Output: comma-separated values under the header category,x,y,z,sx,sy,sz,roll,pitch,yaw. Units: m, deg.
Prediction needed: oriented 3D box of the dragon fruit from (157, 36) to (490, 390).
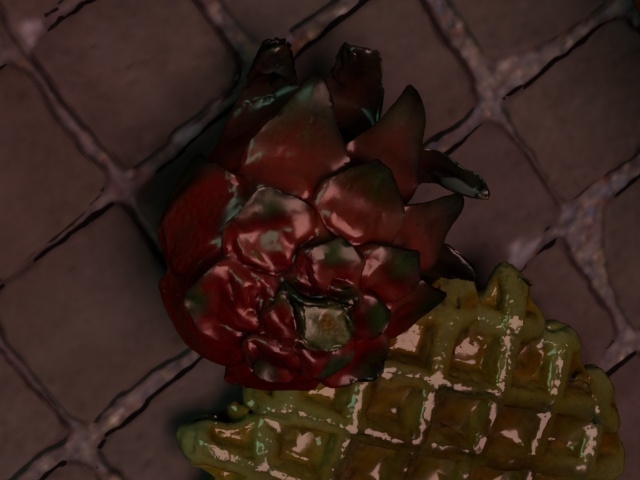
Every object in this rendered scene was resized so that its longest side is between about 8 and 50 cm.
category,x,y,z,sx,sy,sz,roll,pitch,yaw
dragon fruit,-0.006,-0.003,0.850,0.142,0.121,0.130,-46,159,-32

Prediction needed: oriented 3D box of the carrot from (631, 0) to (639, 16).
category,x,y,z,sx,sy,sz,roll,pitch,yaw
carrot,0.190,-0.072,0.950,0.066,0.062,0.271,-53,133,-38

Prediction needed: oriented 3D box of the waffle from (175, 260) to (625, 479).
category,x,y,z,sx,sy,sz,roll,pitch,yaw
waffle,0.048,0.119,0.956,0.214,0.054,0.208,-29,122,-6
